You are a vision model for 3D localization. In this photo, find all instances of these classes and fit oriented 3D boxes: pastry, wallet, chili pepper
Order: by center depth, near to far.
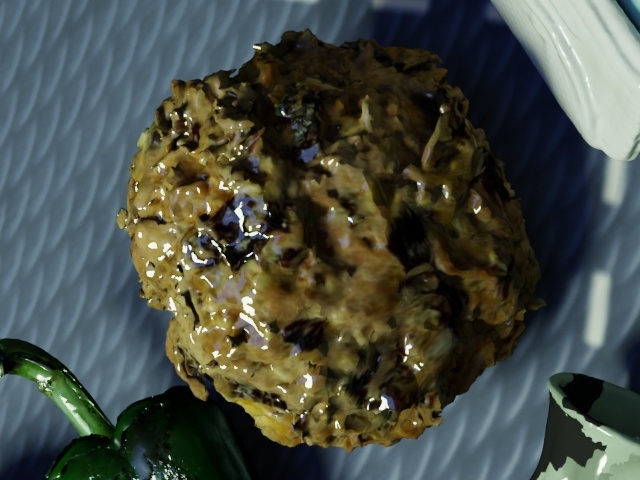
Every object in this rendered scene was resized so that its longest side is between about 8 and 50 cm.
[{"bbox_3d":[0.144,-0.135,1.091,0.032,0.124,0.183,-27,74,-12],"label":"wallet"},{"bbox_3d":[0.000,0.000,1.127,0.193,0.275,0.274,-170,79,-68],"label":"pastry"},{"bbox_3d":[-0.129,0.167,1.238,0.165,0.174,0.261,-29,87,16],"label":"chili pepper"}]

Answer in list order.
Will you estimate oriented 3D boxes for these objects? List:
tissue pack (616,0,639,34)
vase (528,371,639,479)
[{"bbox_3d":[0.251,-0.181,1.031,0.177,0.089,0.263,-40,75,29],"label":"tissue pack"},{"bbox_3d":[0.119,0.265,1.111,0.165,0.165,0.360,30,103,27],"label":"vase"}]
